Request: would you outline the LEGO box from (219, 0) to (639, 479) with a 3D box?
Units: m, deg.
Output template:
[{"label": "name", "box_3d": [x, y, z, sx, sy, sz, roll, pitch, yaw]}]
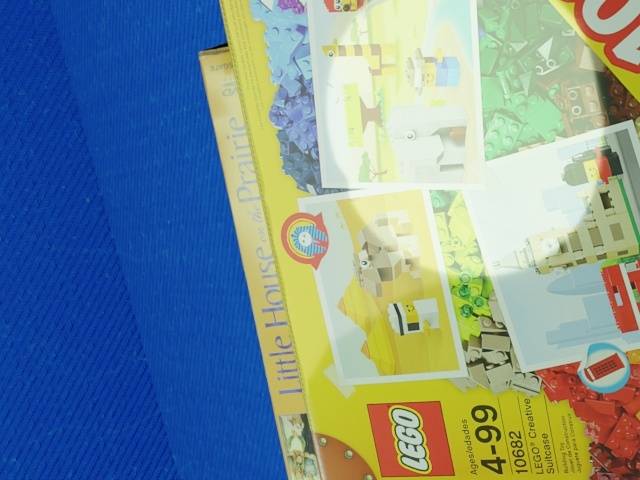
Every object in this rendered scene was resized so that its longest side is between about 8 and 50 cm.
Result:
[{"label": "LEGO box", "box_3d": [0.152, -0.062, 1.125, 0.372, 0.193, 0.500, -7, 102, 26]}]

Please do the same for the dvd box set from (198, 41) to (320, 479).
[{"label": "dvd box set", "box_3d": [0.000, 0.000, 1.342, 0.307, 0.062, 0.420, -44, -56, -68]}]
